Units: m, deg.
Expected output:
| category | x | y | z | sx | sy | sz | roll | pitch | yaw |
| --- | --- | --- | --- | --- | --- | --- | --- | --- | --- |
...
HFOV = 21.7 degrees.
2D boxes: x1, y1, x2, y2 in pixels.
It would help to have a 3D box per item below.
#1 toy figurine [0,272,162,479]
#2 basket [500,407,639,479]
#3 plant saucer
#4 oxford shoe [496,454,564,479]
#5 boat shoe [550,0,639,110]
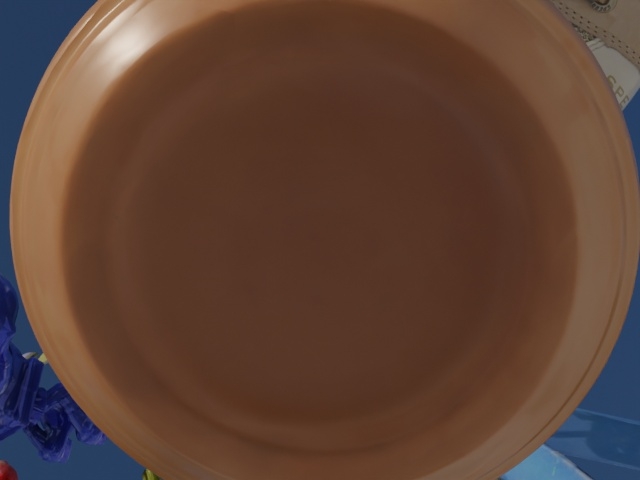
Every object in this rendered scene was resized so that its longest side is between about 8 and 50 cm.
| category | x | y | z | sx | sy | sz | roll | pitch | yaw |
| --- | --- | --- | --- | --- | --- | --- | --- | --- | --- |
| toy figurine | -0.203 | 0.090 | 0.868 | 0.217 | 0.191 | 0.362 | 22 | -31 | -31 |
| basket | 0.220 | 0.126 | 0.716 | 0.289 | 0.255 | 0.201 | 9 | -82 | -17 |
| plant saucer | 0.000 | 0.000 | 0.515 | 0.200 | 0.037 | 0.200 | 1 | -74 | 4 |
| oxford shoe | 0.031 | 0.137 | 0.853 | 0.130 | 0.449 | 0.169 | -9 | -37 | 42 |
| boat shoe | 0.016 | -0.170 | 0.824 | 0.341 | 0.121 | 0.110 | 40 | -90 | 4 |
